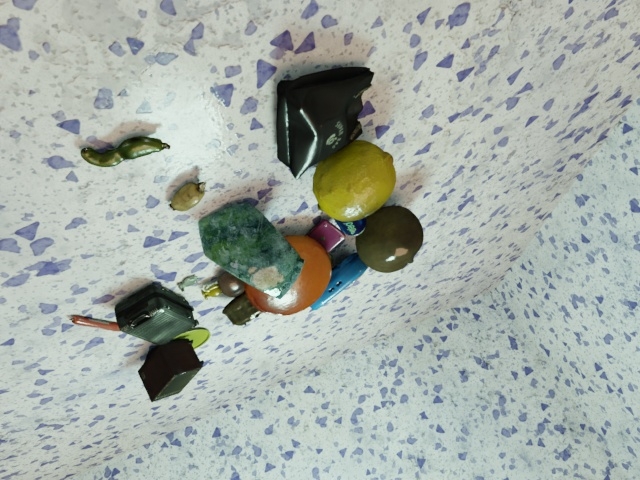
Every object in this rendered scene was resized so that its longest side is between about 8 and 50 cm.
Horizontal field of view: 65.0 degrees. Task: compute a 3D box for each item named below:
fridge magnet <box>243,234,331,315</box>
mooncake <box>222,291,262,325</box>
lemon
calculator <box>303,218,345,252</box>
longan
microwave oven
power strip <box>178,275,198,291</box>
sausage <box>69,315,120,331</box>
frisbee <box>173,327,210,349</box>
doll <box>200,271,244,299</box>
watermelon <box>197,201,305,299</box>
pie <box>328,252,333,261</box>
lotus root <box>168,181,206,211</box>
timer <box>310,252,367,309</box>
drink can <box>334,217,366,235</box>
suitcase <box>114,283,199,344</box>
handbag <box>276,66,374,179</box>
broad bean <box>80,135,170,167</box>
[{"bbox_3d":[-0.129,0.138,1.987,0.363,0.155,0.364,-11,120,-19],"label":"fridge magnet"},{"bbox_3d":[-0.299,0.272,2.126,0.228,0.124,0.228,-36,-176,3],"label":"mooncake"},{"bbox_3d":[0.111,-0.196,1.647,0.260,0.261,0.284,-2,138,-40],"label":"lemon"},{"bbox_3d":[0.000,0.000,2.024,0.126,0.034,0.190,38,127,-17],"label":"calculator"},{"bbox_3d":[0.291,-0.007,2.100,0.297,0.297,0.297,-22,152,-12],"label":"longan"},{"bbox_3d":[-0.682,0.577,2.274,0.178,0.188,0.247,1,138,-51],"label":"microwave oven"},{"bbox_3d":[-0.507,0.167,1.932,0.083,0.035,0.055,-29,153,-4],"label":"power strip"},{"bbox_3d":[-0.834,0.314,1.886,0.034,0.034,0.253,-34,152,11],"label":"sausage"},{"bbox_3d":[-0.632,0.475,2.358,0.235,0.017,0.236,-22,152,-12],"label":"frisbee"},{"bbox_3d":[-0.382,0.176,2.006,0.188,0.096,0.145,-5,140,-20],"label":"doll"},{"bbox_3d":[-0.245,0.020,1.752,0.228,0.387,0.258,-51,-165,-4],"label":"watermelon"},{"bbox_3d":[-0.072,0.121,2.211,0.276,0.079,0.277,-21,155,-10],"label":"pie"},{"bbox_3d":[-0.392,-0.131,1.503,0.151,0.063,0.072,-35,142,20],"label":"lotus root"},{"bbox_3d":[0.076,0.181,2.292,0.309,0.115,0.340,-41,176,13],"label":"timer"},{"bbox_3d":[0.110,-0.098,1.952,0.118,0.118,0.205,-30,151,4],"label":"drink can"},{"bbox_3d":[-0.626,0.291,1.931,0.202,0.128,0.312,-30,152,5],"label":"suitcase"},{"bbox_3d":[0.019,-0.345,1.441,0.287,0.152,0.342,-31,156,-21],"label":"handbag"},{"bbox_3d":[-0.488,-0.227,1.266,0.213,0.048,0.070,-14,150,-19],"label":"broad bean"}]
